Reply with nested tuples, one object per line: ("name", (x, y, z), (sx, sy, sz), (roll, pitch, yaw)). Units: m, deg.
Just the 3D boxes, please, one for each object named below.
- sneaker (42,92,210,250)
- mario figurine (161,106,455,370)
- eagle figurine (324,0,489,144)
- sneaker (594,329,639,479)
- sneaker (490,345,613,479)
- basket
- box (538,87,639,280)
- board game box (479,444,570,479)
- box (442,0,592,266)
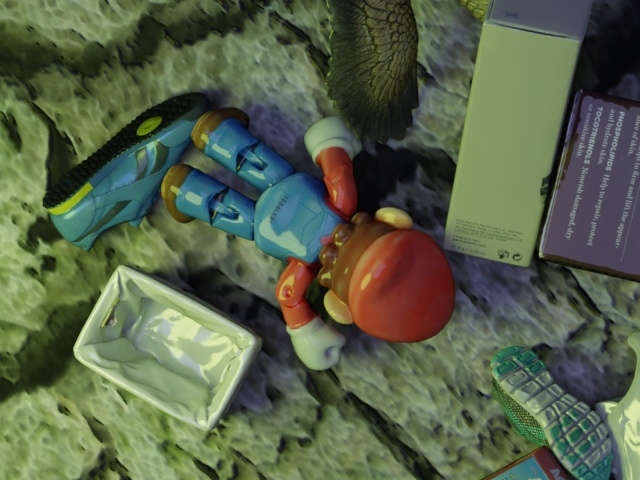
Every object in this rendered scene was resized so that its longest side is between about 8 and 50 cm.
("sneaker", (-0.191, -0.072, 1.746), (0.209, 0.069, 0.082), (-39, 118, -3))
("mario figurine", (0.000, 0.000, 1.705), (0.320, 0.170, 0.198), (34, 130, 17))
("eagle figurine", (0.093, -0.266, 1.633), (0.225, 0.226, 0.298), (-26, 94, -34))
("sneaker", (0.343, 0.233, 1.660), (0.152, 0.114, 0.305), (12, 94, 31))
("sneaker", (0.230, 0.184, 1.667), (0.065, 0.076, 0.166), (-28, 67, -21))
("basket", (-0.151, 0.108, 1.712), (0.167, 0.103, 0.113), (29, 93, 6))
("box", (0.327, -0.040, 1.616), (0.203, 0.168, 0.167), (13, 91, 7))
("board game box", (0.255, 0.348, 1.651), (0.281, 0.027, 0.145), (55, 138, 4))
("box", (0.188, -0.115, 1.593), (0.094, 0.113, 0.275), (13, 132, 6))
